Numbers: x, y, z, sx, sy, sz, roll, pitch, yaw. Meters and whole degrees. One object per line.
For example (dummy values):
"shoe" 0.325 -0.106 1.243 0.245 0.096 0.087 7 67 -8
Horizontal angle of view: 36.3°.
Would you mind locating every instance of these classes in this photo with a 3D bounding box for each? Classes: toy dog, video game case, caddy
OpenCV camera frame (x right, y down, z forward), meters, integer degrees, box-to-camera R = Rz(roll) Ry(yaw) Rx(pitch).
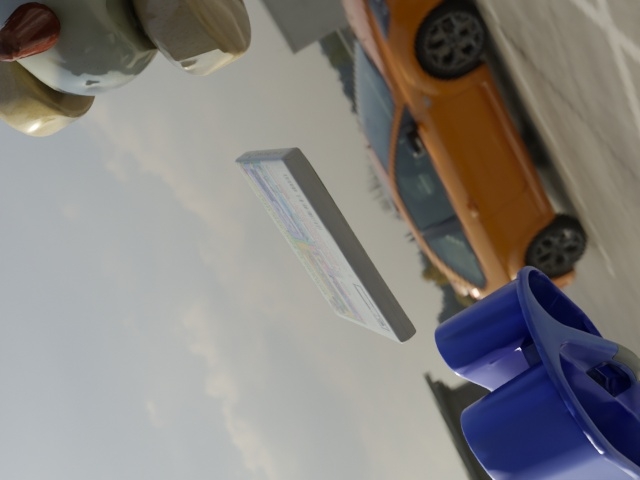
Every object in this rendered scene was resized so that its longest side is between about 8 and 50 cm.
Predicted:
"toy dog" -0.186 -0.208 0.552 0.334 0.220 0.161 46 -162 1
"video game case" 0.000 0.000 0.984 0.212 0.023 0.193 56 167 -13
"caddy" 0.286 0.173 1.133 0.341 0.179 0.241 36 -148 -46
